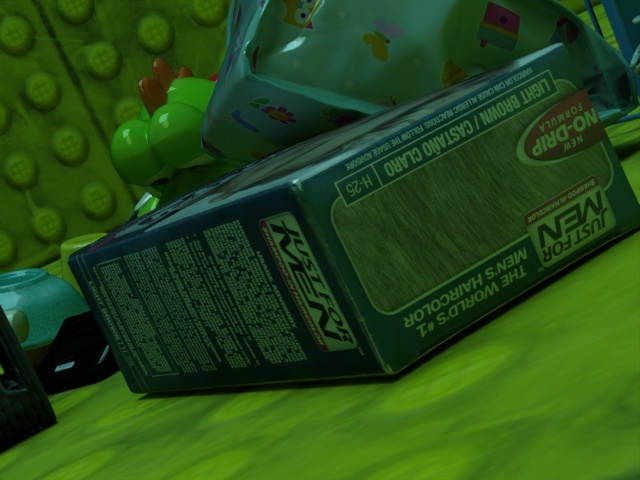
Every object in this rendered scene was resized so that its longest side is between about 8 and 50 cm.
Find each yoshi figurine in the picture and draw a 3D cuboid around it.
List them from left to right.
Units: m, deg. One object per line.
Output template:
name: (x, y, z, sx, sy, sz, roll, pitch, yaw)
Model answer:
yoshi figurine: (-0.067, -0.039, 1.397, 0.204, 0.203, 0.362, -59, -16, 14)

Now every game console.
game console: (-0.158, 0.087, 1.262, 0.122, 0.071, 0.107, -19, 39, 52)

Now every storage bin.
storage bin: (-0.262, 0.089, 1.145, 0.084, 0.122, 0.180, -27, 6, -14)

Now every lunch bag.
lunch bag: (0.064, -0.107, 1.105, 0.262, 0.160, 0.223, 16, -13, -10)

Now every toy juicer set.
toy juicer set: (-0.249, 0.076, 1.453, 0.209, 0.090, 0.329, 0, 16, 38)

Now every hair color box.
hair color box: (0.000, 0.000, 0.895, 0.174, 0.105, 0.347, -29, 7, -27)

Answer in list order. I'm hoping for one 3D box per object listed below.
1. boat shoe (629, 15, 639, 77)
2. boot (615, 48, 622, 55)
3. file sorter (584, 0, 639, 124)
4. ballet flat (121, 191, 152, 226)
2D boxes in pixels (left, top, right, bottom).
boat shoe: (0.241, -0.116, 0.996, 0.095, 0.079, 0.254, -25, 6, 26)
boot: (0.140, -0.132, 1.343, 0.258, 0.123, 0.095, -27, 6, -5)
file sorter: (0.244, -0.166, 1.182, 0.170, 0.118, 0.104, -30, 12, -35)
ballet flat: (-0.169, -0.014, 1.619, 0.079, 0.077, 0.221, -18, -24, -50)
